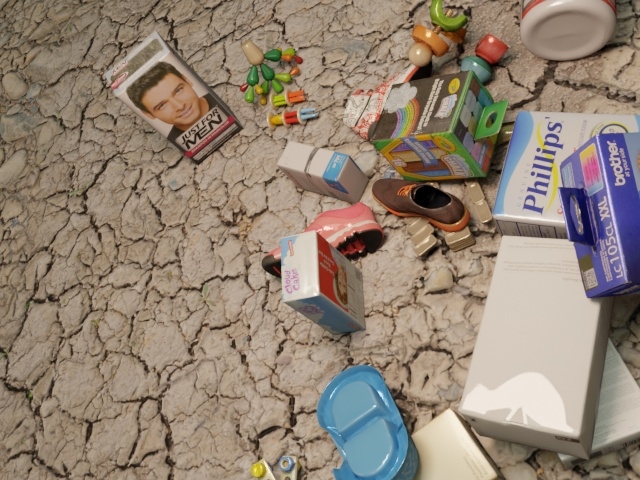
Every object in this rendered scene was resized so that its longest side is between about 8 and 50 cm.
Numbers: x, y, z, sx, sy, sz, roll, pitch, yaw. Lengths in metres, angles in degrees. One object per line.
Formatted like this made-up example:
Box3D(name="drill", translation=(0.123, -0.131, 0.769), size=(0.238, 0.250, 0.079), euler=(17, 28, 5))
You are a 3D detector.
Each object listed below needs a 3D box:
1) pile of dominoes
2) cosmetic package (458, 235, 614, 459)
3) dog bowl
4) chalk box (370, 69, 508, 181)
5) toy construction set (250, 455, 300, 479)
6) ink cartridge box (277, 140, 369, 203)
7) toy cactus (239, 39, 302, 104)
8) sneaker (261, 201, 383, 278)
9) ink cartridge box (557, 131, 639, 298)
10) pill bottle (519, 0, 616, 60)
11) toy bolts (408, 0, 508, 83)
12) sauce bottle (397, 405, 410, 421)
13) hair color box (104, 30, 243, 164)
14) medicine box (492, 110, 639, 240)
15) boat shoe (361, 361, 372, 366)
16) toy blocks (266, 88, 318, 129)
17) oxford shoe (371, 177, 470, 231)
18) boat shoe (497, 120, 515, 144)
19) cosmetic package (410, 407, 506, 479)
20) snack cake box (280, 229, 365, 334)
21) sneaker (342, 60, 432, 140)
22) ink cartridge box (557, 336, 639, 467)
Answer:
Box3D(name="pile of dominoes", translation=(0.294, -0.085, 1.544), size=(0.196, 0.040, 0.251), euler=(-25, 50, 18))
Box3D(name="cosmetic package", translation=(0.425, 0.192, 1.227), size=(0.217, 0.156, 0.384), euler=(6, 63, 34))
Box3D(name="dog bowl", translation=(0.095, 0.381, 1.278), size=(0.166, 0.074, 0.297), euler=(-37, 33, 8))
Box3D(name="chalk box", translation=(0.298, -0.259, 1.481), size=(0.289, 0.179, 0.180), euler=(3, 62, 43))
Box3D(name="toy construction set", translation=(-0.105, 0.632, 1.335), size=(0.215, 0.151, 0.327), euler=(-30, 46, 11))
Box3D(name="ink cartridge box", translation=(0.007, -0.174, 1.653), size=(0.191, 0.140, 0.082), euler=(20, 78, 32))
Box3D(name="toy cactus", translation=(-0.167, -0.511, 1.887), size=(0.219, 0.180, 0.112), euler=(-43, 35, -3))
Box3D(name="sneaker", translation=(0.001, 0.000, 1.610), size=(0.314, 0.116, 0.136), euler=(-20, 49, 9))
Box3D(name="ink cartridge box", translation=(0.596, -0.046, 1.126), size=(0.396, 0.151, 0.269), euler=(-4, 75, -5))
Box3D(name="pill bottle", translation=(0.591, -0.635, 1.536), size=(0.210, 0.210, 0.362), euler=(-1, 67, 26))
Box3D(name="toy bolts", translation=(0.335, -0.471, 1.641), size=(0.229, 0.218, 0.158), euler=(34, 99, 2))
Box3D(name="sauce bottle", translation=(0.134, 0.357, 1.400), size=(0.128, 0.042, 0.042), euler=(22, 78, 30))
Box3D(name="hair color box", translation=(-0.402, -0.389, 1.817), size=(0.185, 0.374, 0.113), euler=(-39, 56, 6))
Box3D(name="medicine box", translation=(0.542, -0.120, 1.355), size=(0.290, 0.149, 0.263), euler=(9, 71, 29))
Box3D(name="boat shoe", translation=(0.064, 0.315, 1.453), size=(0.125, 0.046, 0.038), euler=(-47, 60, 10))
Box3D(name="toy blocks", translation=(-0.075, -0.383, 1.845), size=(0.148, 0.054, 0.123), euler=(-5, 65, 25))
Box3D(name="oxford shoe", translation=(0.221, -0.109, 1.511), size=(0.271, 0.098, 0.096), euler=(21, 74, 40))
Box3D(name="boat shoe", translation=(0.481, -0.259, 1.517), size=(0.153, 0.048, 0.056), euler=(-9, 18, 19))
Box3D(name="cosmetic package", translation=(0.189, 0.489, 1.267), size=(0.309, 0.113, 0.160), euler=(-38, 55, 5))
Box3D(name="snack cake box", translation=(0.010, 0.102, 1.445), size=(0.089, 0.264, 0.152), euler=(-13, 62, 22))
Box3D(name="sneaker", translation=(0.170, -0.393, 1.705), size=(0.145, 0.090, 0.270), euler=(33, 87, 32))
Box3D(name="ink cartridge box", translation=(0.510, 0.293, 1.244), size=(0.189, 0.066, 0.232), euler=(-27, 44, 13))
